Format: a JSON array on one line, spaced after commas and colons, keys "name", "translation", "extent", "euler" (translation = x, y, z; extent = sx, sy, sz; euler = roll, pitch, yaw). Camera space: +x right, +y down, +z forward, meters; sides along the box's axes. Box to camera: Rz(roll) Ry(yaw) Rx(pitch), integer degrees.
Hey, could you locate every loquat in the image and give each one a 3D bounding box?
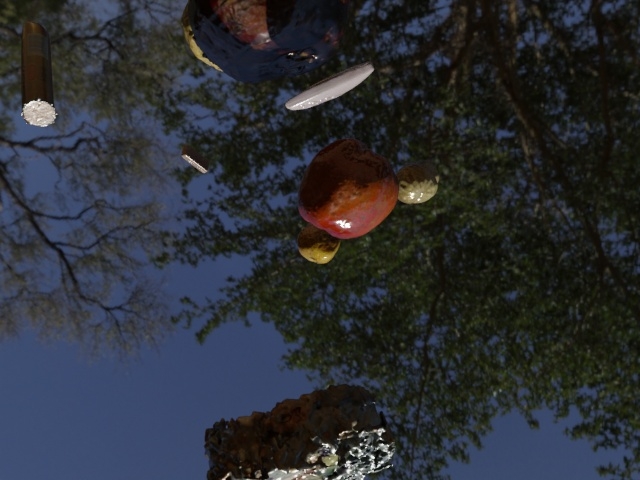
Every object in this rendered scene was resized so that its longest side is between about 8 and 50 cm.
[{"name": "loquat", "translation": [0.000, 0.000, 1.804], "extent": [0.137, 0.113, 0.137], "euler": [-36, -148, 27]}]

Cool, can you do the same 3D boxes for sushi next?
[{"name": "sushi", "translation": [-0.043, 0.430, 1.317], "extent": [0.417, 0.417, 0.176], "euler": [-16, -121, 5]}]

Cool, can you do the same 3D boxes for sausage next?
[{"name": "sausage", "translation": [-0.697, -0.432, 1.537], "extent": [0.082, 0.082, 0.372], "euler": [-21, -125, 0]}]

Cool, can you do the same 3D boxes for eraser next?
[{"name": "eraser", "translation": [0.036, -0.423, 1.719], "extent": [0.243, 0.059, 0.204], "euler": [-18, -165, 20]}]

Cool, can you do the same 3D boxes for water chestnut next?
[{"name": "water chestnut", "translation": [-0.110, -0.498, 1.291], "extent": [0.350, 0.350, 0.302], "euler": [-11, -97, 11]}]

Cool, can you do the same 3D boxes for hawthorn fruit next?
[{"name": "hawthorn fruit", "translation": [0.046, -0.092, 1.134], "extent": [0.189, 0.189, 0.189], "euler": [-12, -138, 11]}]

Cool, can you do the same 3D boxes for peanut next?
[{"name": "peanut", "translation": [0.275, -0.166, 1.749], "extent": [0.120, 0.110, 0.236], "euler": [-8, -170, 27]}]

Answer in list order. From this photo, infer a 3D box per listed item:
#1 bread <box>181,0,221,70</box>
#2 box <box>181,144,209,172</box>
[{"name": "bread", "translation": [-0.263, -0.541, 1.623], "extent": [0.134, 0.244, 0.244], "euler": [-21, -144, 35]}, {"name": "box", "translation": [-0.420, -0.274, 2.102], "extent": [0.025, 0.115, 0.048], "euler": [-15, -123, 29]}]
